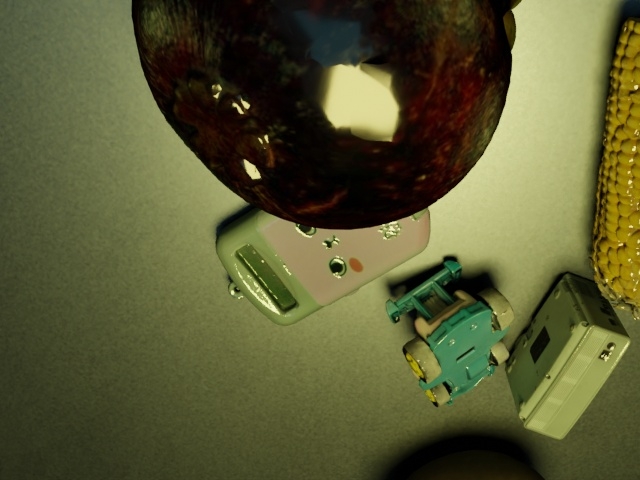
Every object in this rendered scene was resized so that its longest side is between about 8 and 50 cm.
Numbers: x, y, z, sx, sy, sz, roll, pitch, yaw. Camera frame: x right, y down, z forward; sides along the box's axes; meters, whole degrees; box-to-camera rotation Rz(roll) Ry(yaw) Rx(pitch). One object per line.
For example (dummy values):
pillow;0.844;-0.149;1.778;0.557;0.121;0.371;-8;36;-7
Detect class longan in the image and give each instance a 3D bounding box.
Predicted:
longan;0.182;0.354;0.955;0.220;0.196;0.196;-26;115;4

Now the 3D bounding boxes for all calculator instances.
calculator;0.000;0.000;0.853;0.246;0.045;0.141;-29;113;16

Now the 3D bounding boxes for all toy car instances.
toy car;0.147;0.109;0.897;0.126;0.098;0.161;-33;145;-8

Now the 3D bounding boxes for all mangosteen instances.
mangosteen;0.013;-0.169;0.637;0.330;0.330;0.330;0;118;1

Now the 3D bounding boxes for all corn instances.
corn;0.335;-0.068;0.780;0.115;0.115;0.318;-4;118;3

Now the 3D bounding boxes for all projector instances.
projector;0.266;0.126;0.875;0.061;0.115;0.147;21;116;-8
